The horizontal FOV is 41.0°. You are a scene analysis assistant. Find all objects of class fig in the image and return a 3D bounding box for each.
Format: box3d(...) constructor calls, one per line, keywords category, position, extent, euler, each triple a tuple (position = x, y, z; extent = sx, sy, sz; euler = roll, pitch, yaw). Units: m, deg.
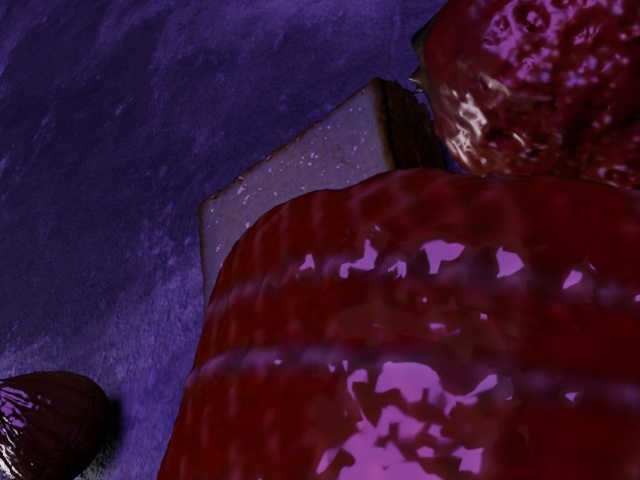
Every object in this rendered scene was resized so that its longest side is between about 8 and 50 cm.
box3d(category="fig", position=(-0.341, 0.185, 0.975), extent=(0.146, 0.201, 0.133), euler=(-36, 20, 6))

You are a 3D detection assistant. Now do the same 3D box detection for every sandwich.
box3d(category="sandwich", position=(0.001, 0.001, 0.829), extent=(0.273, 0.095, 0.248), euler=(-33, 42, 28))

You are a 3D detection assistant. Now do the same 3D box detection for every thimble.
box3d(category="thimble", position=(0.089, 0.139, 0.435), extent=(0.350, 0.350, 0.230), euler=(-9, 52, 44))

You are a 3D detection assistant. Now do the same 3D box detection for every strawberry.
box3d(category="strawberry", position=(0.219, -0.124, 0.596), extent=(0.277, 0.257, 0.257), euler=(24, 80, 31))
